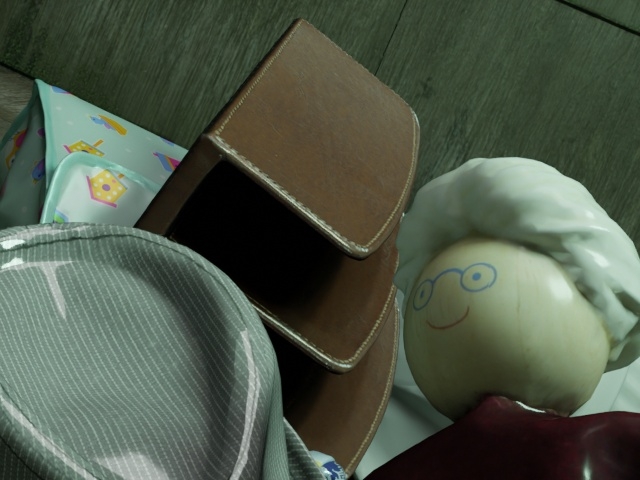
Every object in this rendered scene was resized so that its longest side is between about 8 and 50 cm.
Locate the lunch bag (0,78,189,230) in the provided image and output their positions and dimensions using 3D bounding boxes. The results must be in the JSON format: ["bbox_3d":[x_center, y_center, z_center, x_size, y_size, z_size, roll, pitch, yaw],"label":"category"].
[{"bbox_3d":[-0.152,0.016,1.140,0.223,0.160,0.262,26,21,-27],"label":"lunch bag"}]

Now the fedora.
[{"bbox_3d":[-0.091,0.087,0.583,0.243,0.124,0.275,0,38,-23],"label":"fedora"}]

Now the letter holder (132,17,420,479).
[{"bbox_3d":[0.000,0.000,0.989,0.214,0.152,0.302,37,23,-5],"label":"letter holder"}]

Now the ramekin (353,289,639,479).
[{"bbox_3d":[0.153,0.110,1.100,0.127,0.273,0.273,35,1,-32],"label":"ramekin"}]

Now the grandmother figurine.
[{"bbox_3d":[0.060,0.122,0.424,0.207,0.342,0.104,-12,-36,22],"label":"grandmother figurine"}]

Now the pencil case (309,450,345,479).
[{"bbox_3d":[-0.128,0.107,0.751,0.273,0.113,0.124,26,4,15],"label":"pencil case"}]
